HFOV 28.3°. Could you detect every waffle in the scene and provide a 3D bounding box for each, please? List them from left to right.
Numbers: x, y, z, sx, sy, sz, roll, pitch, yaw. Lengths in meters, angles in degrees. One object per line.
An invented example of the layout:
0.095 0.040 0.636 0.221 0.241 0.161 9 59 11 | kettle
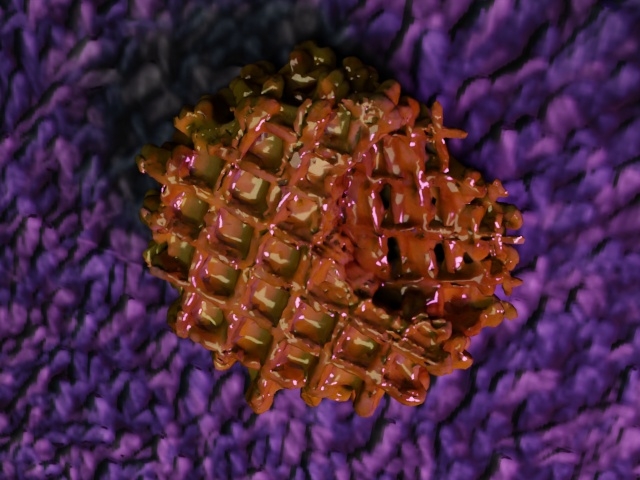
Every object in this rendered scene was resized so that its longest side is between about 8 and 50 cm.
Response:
0.000 0.000 0.647 0.197 0.070 0.193 -37 97 32 | waffle
